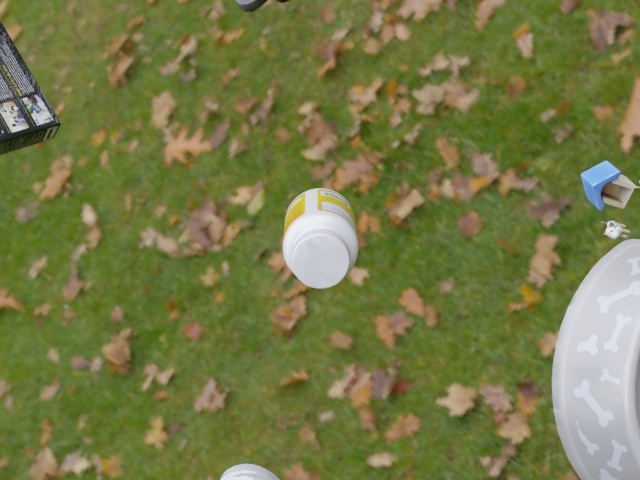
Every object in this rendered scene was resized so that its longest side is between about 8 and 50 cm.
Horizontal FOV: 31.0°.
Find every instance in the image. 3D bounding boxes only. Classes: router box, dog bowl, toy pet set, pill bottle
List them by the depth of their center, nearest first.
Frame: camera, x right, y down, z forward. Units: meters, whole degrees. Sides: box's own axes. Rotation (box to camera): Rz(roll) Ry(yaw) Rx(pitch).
[{"bbox_3d":[0.437,0.160,1.338,0.102,0.348,0.349,3,62,62],"label":"dog bowl"},{"bbox_3d":[-0.457,-0.204,1.573,0.179,0.133,0.046,58,142,11],"label":"router box"},{"bbox_3d":[0.409,-0.068,1.574,0.114,0.065,0.122,-117,46,-60],"label":"toy pet set"},{"bbox_3d":[0.000,0.000,2.102,0.136,0.136,0.246,-42,13,12],"label":"pill bottle"}]

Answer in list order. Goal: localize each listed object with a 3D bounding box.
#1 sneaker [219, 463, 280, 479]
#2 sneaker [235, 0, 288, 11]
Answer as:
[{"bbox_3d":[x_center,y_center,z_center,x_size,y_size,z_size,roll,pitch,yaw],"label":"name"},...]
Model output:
[{"bbox_3d":[-0.076,0.516,1.658,0.137,0.366,0.210,-13,5,5],"label":"sneaker"},{"bbox_3d":[-0.054,-0.329,1.463,0.051,0.089,0.170,5,56,22],"label":"sneaker"}]
